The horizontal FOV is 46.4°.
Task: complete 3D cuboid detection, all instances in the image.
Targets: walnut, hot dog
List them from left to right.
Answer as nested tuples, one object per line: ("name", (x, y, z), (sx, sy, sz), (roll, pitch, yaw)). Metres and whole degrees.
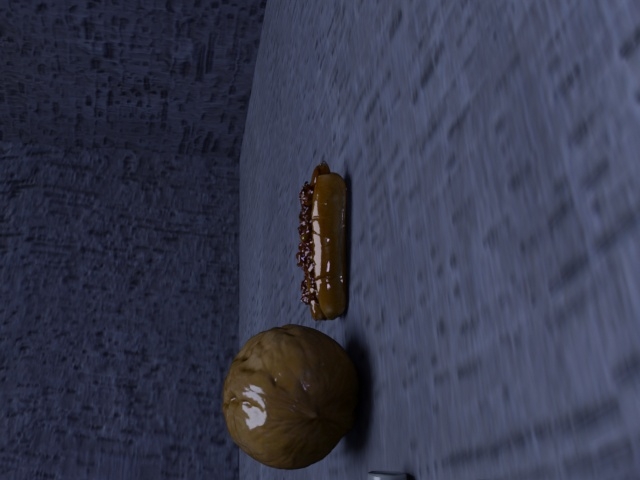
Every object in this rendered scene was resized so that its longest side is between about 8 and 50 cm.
("walnut", (-0.039, 0.215, 1.030), (0.222, 0.195, 0.195), (175, 97, -72))
("hot dog", (0.000, 0.000, 1.154), (0.102, 0.076, 0.249), (141, 130, -80))

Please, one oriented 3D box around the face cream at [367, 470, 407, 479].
("face cream", (0.069, 0.336, 0.779), (0.072, 0.051, 0.182), (139, 134, -73))
